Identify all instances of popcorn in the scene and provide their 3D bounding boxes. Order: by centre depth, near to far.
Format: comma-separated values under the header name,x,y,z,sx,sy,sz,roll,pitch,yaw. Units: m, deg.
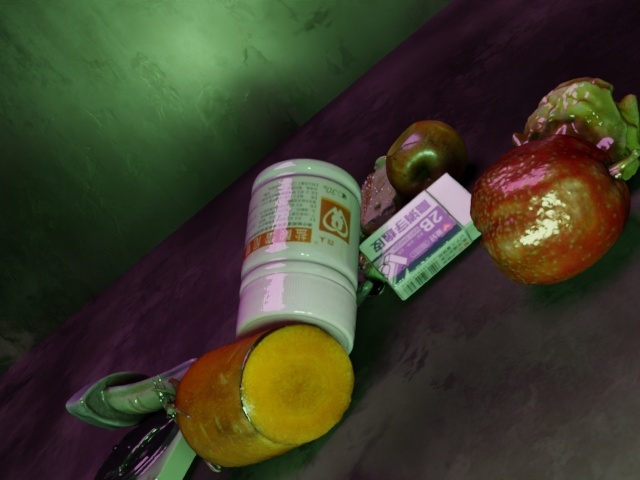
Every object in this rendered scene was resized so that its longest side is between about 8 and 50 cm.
name,x,y,z,sx,sy,sz,roll,pitch,yaw
popcorn,0.403,-0.157,1.601,0.187,0.185,0.167,-58,4,-23

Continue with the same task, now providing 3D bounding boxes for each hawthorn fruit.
name,x,y,z,sx,sy,sz,roll,pitch,yaw
hawthorn fruit,0.339,-0.053,1.451,0.253,0.205,0.205,-26,20,22

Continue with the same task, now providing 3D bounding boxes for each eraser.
name,x,y,z,sx,sy,sz,roll,pitch,yaw
eraser,0.183,-0.008,1.819,0.210,0.068,0.124,-40,50,-1

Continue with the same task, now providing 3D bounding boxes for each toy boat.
name,x,y,z,sx,sy,sz,roll,pitch,yaw
toy boat,-0.327,0.305,2.071,0.294,0.111,0.276,-12,-11,13

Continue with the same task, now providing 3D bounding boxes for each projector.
name,x,y,z,sx,sy,sz,roll,pitch,yaw
projector,-0.329,0.410,1.932,0.257,0.079,0.259,-32,17,31

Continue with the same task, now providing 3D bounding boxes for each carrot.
name,x,y,z,sx,sy,sz,roll,pitch,yaw
carrot,-0.129,0.263,1.655,0.331,0.193,0.214,-23,6,44

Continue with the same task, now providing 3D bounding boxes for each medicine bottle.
name,x,y,z,sx,sy,sz,roll,pitch,yaw
medicine bottle,-0.033,0.038,1.774,0.202,0.202,0.315,-28,44,37

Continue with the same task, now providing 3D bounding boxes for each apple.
name,x,y,z,sx,sy,sz,roll,pitch,yaw
apple,0.217,-0.164,2.096,0.163,0.146,0.147,-47,14,26

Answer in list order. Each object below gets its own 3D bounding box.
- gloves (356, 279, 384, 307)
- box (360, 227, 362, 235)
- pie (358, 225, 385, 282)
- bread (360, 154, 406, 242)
name,x,y,z,sx,sy,sz,roll,pitch,yaw
gloves,-0.011,0.105,1.932,0.286,0.119,0.142,-11,67,31
box,-0.001,0.000,2.238,0.204,0.051,0.365,-55,13,12
pie,0.168,-0.010,1.966,0.240,0.054,0.240,-39,16,13
bread,0.138,-0.087,2.190,0.128,0.088,0.232,-47,19,31
